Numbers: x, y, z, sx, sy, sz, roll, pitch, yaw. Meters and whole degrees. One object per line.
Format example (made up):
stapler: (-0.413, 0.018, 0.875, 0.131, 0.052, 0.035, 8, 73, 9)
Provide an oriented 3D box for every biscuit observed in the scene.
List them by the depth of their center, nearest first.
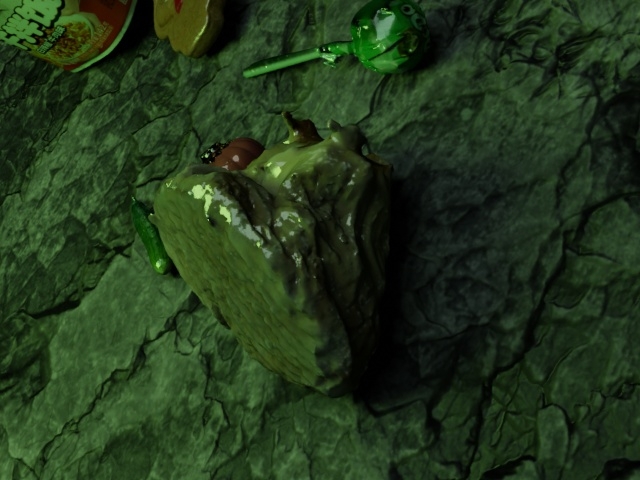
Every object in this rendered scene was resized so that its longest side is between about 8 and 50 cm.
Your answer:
biscuit: (-0.203, -0.395, 1.679, 0.186, 0.044, 0.295, -53, 40, 32)

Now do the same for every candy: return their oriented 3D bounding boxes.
candy: (0.009, -0.243, 1.450, 0.323, 0.097, 0.097, -4, 62, 46)

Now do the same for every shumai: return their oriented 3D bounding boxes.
shumai: (0.000, 0.000, 1.261, 0.262, 0.267, 0.314, -34, 72, -23)

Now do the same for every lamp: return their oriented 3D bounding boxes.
lamp: (-0.112, -0.083, 1.426, 0.107, 0.092, 0.107, -41, 12, 11)

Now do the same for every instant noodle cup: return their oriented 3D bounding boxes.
instant noodle cup: (-0.453, -0.424, 1.716, 0.294, 0.307, 0.294, -30, 46, 37)

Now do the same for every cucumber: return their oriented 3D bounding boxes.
cucumber: (-0.226, -0.008, 1.510, 0.037, 0.037, 0.155, -41, 49, 12)
